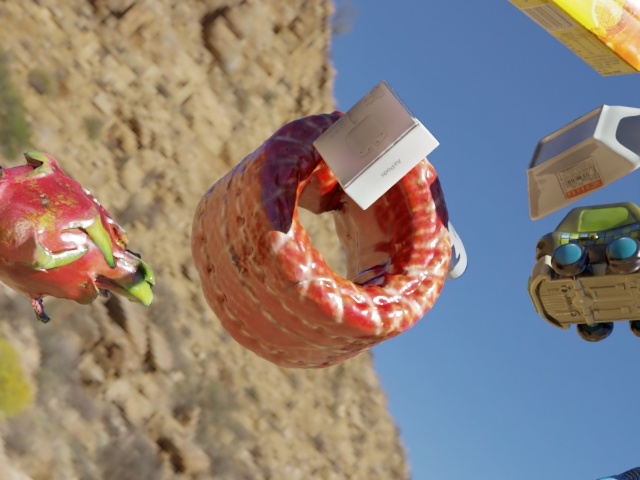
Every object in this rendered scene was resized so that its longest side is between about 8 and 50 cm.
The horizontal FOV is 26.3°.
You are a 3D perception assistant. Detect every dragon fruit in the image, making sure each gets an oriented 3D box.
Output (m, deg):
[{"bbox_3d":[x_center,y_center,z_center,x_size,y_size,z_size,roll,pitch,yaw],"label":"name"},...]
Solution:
[{"bbox_3d":[-0.354,0.004,1.815,0.200,0.198,0.269,21,-11,42],"label":"dragon fruit"}]

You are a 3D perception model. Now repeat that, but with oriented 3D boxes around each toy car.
[{"bbox_3d":[0.462,0.026,2.171,0.248,0.198,0.204,-5,-42,23],"label":"toy car"}]

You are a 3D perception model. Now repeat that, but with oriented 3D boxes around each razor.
[{"bbox_3d":[0.460,0.403,2.218,0.082,0.042,0.253,12,11,41],"label":"razor"}]

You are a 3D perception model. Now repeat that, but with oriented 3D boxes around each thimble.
[{"bbox_3d":[0.000,0.000,1.961,0.350,0.350,0.230,44,-39,-5],"label":"thimble"}]

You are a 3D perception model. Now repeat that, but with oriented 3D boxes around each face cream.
[{"bbox_3d":[0.191,-0.009,2.373,0.163,0.080,0.337,59,6,26],"label":"face cream"}]

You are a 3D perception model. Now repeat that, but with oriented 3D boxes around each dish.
[{"bbox_3d":[0.384,-0.133,1.935,0.234,0.154,0.064,-29,-70,35],"label":"dish"}]

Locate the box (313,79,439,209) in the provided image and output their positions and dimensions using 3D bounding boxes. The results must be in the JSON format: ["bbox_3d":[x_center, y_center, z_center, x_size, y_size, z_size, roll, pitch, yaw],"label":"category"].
[{"bbox_3d":[0.069,-0.127,1.793,0.051,0.130,0.129,42,10,-37],"label":"box"}]

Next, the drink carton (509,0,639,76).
[{"bbox_3d":[0.374,-0.410,2.102,0.351,0.154,0.111,33,-11,-21],"label":"drink carton"}]
